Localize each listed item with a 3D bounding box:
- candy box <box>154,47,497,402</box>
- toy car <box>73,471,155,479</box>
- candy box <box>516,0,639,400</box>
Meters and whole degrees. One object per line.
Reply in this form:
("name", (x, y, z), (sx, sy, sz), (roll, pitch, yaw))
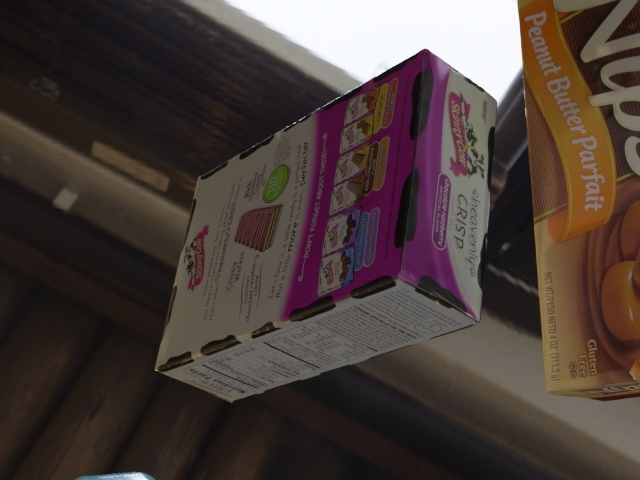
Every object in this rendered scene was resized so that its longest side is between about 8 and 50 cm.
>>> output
("candy box", (0.000, 0.000, 0.698), (0.071, 0.233, 0.159), (30, -125, -32))
("toy car", (-0.132, 0.166, 0.348), (0.219, 0.238, 0.210), (-1, -107, -24))
("candy box", (0.249, -0.051, 0.791), (0.087, 0.183, 0.316), (13, -109, -44))
